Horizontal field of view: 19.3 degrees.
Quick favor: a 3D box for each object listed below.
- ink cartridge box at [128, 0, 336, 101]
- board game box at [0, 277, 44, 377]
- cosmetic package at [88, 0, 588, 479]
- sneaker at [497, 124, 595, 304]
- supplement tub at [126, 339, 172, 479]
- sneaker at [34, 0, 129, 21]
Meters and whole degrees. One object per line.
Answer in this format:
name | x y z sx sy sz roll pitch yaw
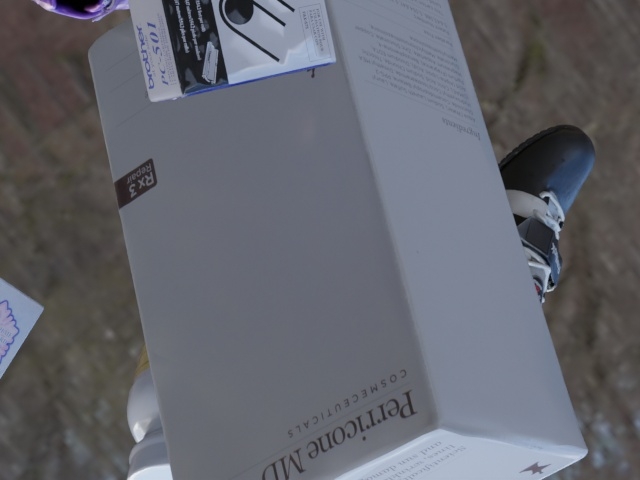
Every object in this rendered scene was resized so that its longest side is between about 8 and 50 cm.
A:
ink cartridge box | -0.062 -0.184 0.999 0.097 0.207 0.046 -15 -173 -28
board game box | -0.434 0.116 1.615 0.066 0.319 0.318 23 -101 41
cosmetic package | 0.000 0.000 1.212 0.217 0.156 0.385 -34 -124 31
sneaker | 0.213 0.025 2.035 0.330 0.122 0.146 -51 -138 -7
supplement tub | -0.050 0.109 1.814 0.241 0.241 0.331 -22 -134 46
sneaker | -0.251 -0.290 2.120 0.104 0.236 0.095 38 -63 36
